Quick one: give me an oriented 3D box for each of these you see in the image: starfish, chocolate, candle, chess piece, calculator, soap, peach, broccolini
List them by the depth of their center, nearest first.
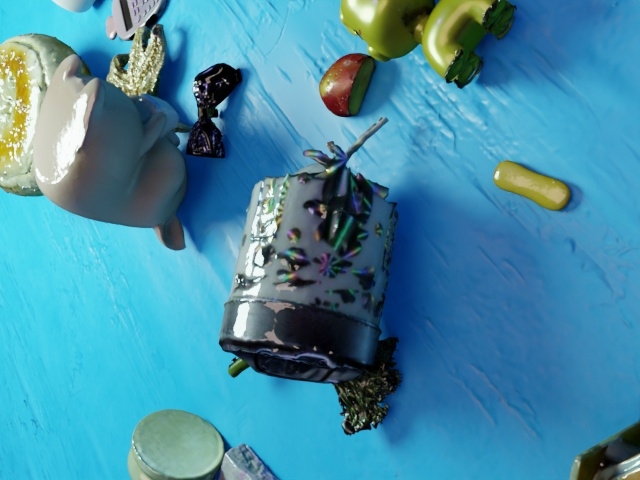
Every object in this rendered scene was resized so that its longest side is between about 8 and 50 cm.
[{"bbox_3d":[0.228,-0.060,0.671,0.089,0.012,0.034,32,109,34],"label":"soap"},{"bbox_3d":[0.000,0.000,0.735,0.187,0.187,0.330,1,73,38],"label":"candle"},{"bbox_3d":[0.035,-0.204,0.803,0.083,0.050,0.077,-24,76,31],"label":"peach"},{"bbox_3d":[-0.016,0.192,0.828,0.271,0.062,0.123,-7,70,32],"label":"broccolini"},{"bbox_3d":[-0.169,-0.200,0.959,0.070,0.072,0.147,-178,99,-78],"label":"chocolate"},{"bbox_3d":[-0.252,0.410,0.970,0.144,0.144,0.251,36,115,33],"label":"chess piece"},{"bbox_3d":[-0.298,-0.248,1.054,0.216,0.071,0.238,24,110,41],"label":"starfish"},{"bbox_3d":[-0.329,-0.415,1.103,0.166,0.024,0.103,-23,76,33],"label":"calculator"}]

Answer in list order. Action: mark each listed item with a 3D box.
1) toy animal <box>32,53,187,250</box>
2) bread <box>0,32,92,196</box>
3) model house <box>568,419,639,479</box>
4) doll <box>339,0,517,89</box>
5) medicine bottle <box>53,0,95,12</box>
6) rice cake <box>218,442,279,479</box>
[{"bbox_3d":[-0.307,-0.129,0.944,0.195,0.256,0.213,40,102,35],"label":"toy animal"},{"bbox_3d":[-0.528,-0.232,1.171,0.306,0.159,0.305,-1,89,34],"label":"bread"},{"bbox_3d":[0.310,0.289,0.438,0.323,0.300,0.340,-50,55,38],"label":"model house"},{"bbox_3d":[0.097,-0.268,0.705,0.221,0.143,0.135,40,115,23],"label":"doll"},{"bbox_3d":[-0.424,-0.515,1.128,0.187,0.103,0.102,-36,68,33],"label":"medicine bottle"},{"bbox_3d":[-0.130,0.463,0.920,0.106,0.050,0.298,23,104,36],"label":"rice cake"}]
